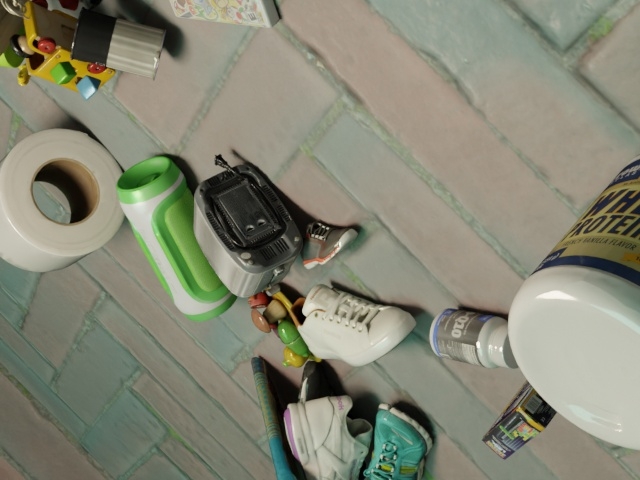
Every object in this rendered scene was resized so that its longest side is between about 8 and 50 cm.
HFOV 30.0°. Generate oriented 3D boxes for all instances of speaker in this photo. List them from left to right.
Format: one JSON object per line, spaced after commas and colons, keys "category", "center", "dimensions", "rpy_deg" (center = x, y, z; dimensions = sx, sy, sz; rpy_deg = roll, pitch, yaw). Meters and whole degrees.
{"category": "speaker", "center": [-0.255, 0.000, 2.148], "dimensions": [0.131, 0.131, 0.296], "rpy_deg": [10, 135, 45]}

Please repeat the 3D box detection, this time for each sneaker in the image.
{"category": "sneaker", "center": [0.000, 0.000, 1.906], "dimensions": [0.065, 0.061, 0.158], "rpy_deg": [56, 148, -4]}
{"category": "sneaker", "center": [0.031, 0.344, 2.267], "dimensions": [0.124, 0.107, 0.283], "rpy_deg": [-1, 122, 10]}
{"category": "sneaker", "center": [0.038, 0.414, 2.183], "dimensions": [0.114, 0.152, 0.305], "rpy_deg": [-113, 5, -61]}
{"category": "sneaker", "center": [0.037, 0.132, 1.966], "dimensions": [0.123, 0.106, 0.290], "rpy_deg": [52, 150, -16]}
{"category": "sneaker", "center": [0.133, 0.398, 2.160], "dimensions": [0.107, 0.110, 0.275], "rpy_deg": [26, 143, 26]}

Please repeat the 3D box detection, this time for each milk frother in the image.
{"category": "milk frother", "center": [-0.305, -0.339, 1.849], "dimensions": [0.135, 0.129, 0.143], "rpy_deg": [13, 117, -10]}

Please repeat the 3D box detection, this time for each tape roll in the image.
{"category": "tape roll", "center": [-0.507, -0.073, 2.258], "dimensions": [0.246, 0.246, 0.169], "rpy_deg": [52, 150, -10]}

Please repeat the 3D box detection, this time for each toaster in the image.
{"category": "toaster", "center": [-0.131, -0.016, 1.963], "dimensions": [0.227, 0.129, 0.146], "rpy_deg": [54, 155, 18]}

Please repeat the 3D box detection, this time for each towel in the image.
{"category": "towel", "center": [-0.057, 0.431, 2.302], "dimensions": [0.370, 0.040, 0.271], "rpy_deg": [-109, 0, -53]}

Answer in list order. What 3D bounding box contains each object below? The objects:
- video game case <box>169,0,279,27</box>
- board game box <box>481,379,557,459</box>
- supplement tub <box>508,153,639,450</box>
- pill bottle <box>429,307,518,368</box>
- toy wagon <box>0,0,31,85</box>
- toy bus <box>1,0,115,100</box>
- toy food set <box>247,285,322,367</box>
{"category": "video game case", "center": [-0.169, -0.406, 1.661], "dimensions": [0.206, 0.026, 0.227], "rpy_deg": [15, 138, 41]}
{"category": "board game box", "center": [0.310, 0.212, 1.664], "dimensions": [0.048, 0.170, 0.141], "rpy_deg": [40, 150, 8]}
{"category": "supplement tub", "center": [0.366, 0.038, 1.242], "dimensions": [0.228, 0.316, 0.228], "rpy_deg": [31, 146, 23]}
{"category": "pill bottle", "center": [0.236, 0.147, 1.768], "dimensions": [0.137, 0.078, 0.078], "rpy_deg": [8, 133, 46]}
{"category": "toy wagon", "center": [-0.523, -0.392, 1.874], "dimensions": [0.068, 0.267, 0.344], "rpy_deg": [9, 139, 14]}
{"category": "toy bus", "center": [-0.431, -0.307, 1.923], "dimensions": [0.104, 0.191, 0.202], "rpy_deg": [-37, 99, 28]}
{"category": "toy food set", "center": [-0.082, 0.150, 2.143], "dimensions": [0.218, 0.071, 0.128], "rpy_deg": [59, 162, -21]}
